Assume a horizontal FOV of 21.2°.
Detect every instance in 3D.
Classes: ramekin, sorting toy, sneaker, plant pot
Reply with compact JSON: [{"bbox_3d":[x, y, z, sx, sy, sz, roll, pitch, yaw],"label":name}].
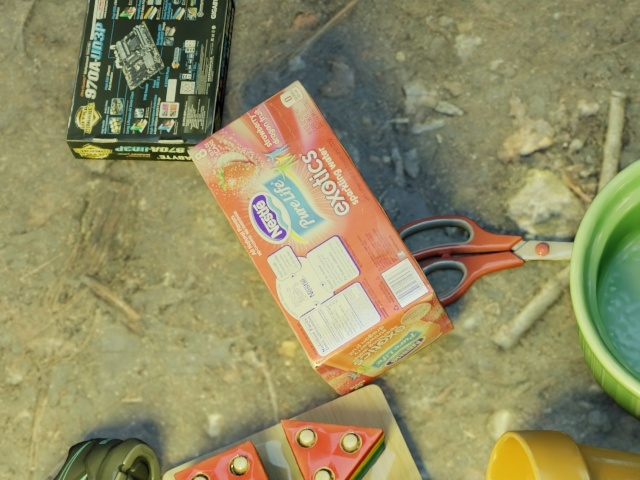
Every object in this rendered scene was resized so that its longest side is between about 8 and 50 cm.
[{"bbox_3d":[0.408,0.063,1.792,0.303,0.148,0.303,-2,68,4],"label":"ramekin"},{"bbox_3d":[-0.008,0.299,1.772,0.255,0.089,0.257,-23,65,-4],"label":"sorting toy"},{"bbox_3d":[-0.259,0.331,1.799,0.106,0.101,0.267,9,66,34],"label":"sneaker"},{"bbox_3d":[0.280,0.288,1.700,0.188,0.205,0.205,-1,65,-12],"label":"plant pot"}]

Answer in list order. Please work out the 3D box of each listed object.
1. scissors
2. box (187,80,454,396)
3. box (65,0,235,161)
[{"bbox_3d":[0.229,0.002,1.916,0.297,0.021,0.109,-12,64,2],"label":"scissors"},{"bbox_3d":[0.000,0.000,1.868,0.154,0.142,0.300,-33,66,1],"label":"box"},{"bbox_3d":[-0.200,-0.202,2.040,0.175,0.051,0.220,1,66,7],"label":"box"}]
